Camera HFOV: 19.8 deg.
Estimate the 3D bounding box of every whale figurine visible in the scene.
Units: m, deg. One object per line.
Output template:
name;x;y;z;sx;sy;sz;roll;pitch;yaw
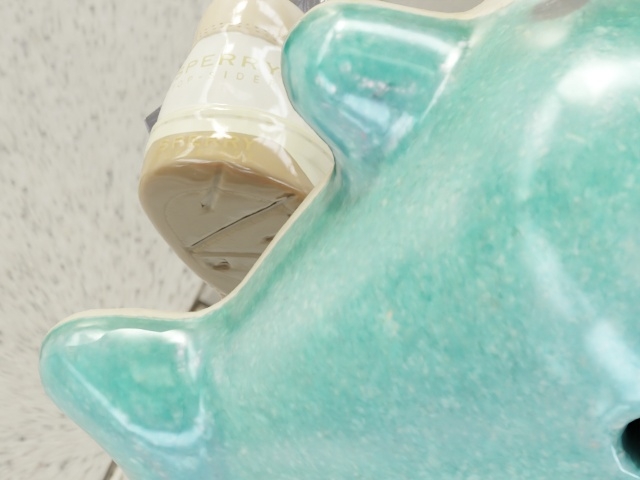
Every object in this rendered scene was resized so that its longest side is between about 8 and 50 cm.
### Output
whale figurine;0.046;0.035;0.518;0.272;0.141;0.216;-22;115;18

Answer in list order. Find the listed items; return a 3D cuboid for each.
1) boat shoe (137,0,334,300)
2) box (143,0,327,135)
boat shoe;0.000;0.000;0.830;0.109;0.302;0.098;1;63;17
box;0.004;-0.056;0.914;0.116;0.162;0.029;-38;56;14
